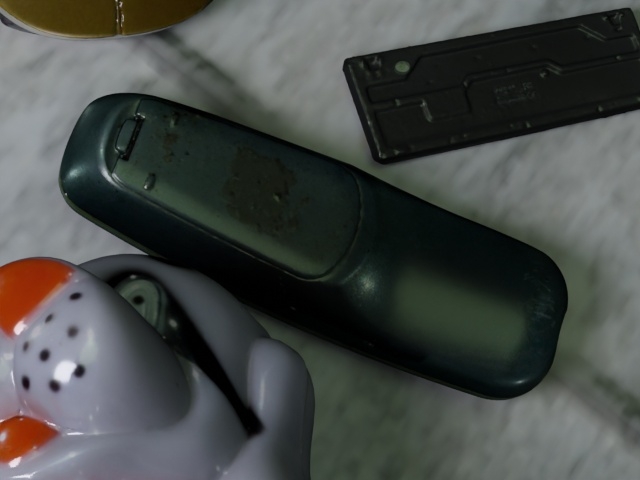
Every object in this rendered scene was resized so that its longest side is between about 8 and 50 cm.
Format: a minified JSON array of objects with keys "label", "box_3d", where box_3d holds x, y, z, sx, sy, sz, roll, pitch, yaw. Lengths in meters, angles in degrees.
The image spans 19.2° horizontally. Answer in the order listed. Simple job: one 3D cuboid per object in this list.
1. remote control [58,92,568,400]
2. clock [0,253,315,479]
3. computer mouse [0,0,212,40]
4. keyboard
[{"label":"remote control","box_3d":[0.000,0.000,0.779,0.222,0.042,0.072,23,66,-10]},{"label":"clock","box_3d":[-0.070,0.112,0.652,0.189,0.189,0.254,14,60,-15]},{"label":"computer mouse","box_3d":[-0.112,-0.203,0.812,0.126,0.056,0.245,-8,74,-22]},{"label":"keyboard","box_3d":[0.085,-0.071,0.856,0.155,0.010,0.053,-12,75,-24]}]
